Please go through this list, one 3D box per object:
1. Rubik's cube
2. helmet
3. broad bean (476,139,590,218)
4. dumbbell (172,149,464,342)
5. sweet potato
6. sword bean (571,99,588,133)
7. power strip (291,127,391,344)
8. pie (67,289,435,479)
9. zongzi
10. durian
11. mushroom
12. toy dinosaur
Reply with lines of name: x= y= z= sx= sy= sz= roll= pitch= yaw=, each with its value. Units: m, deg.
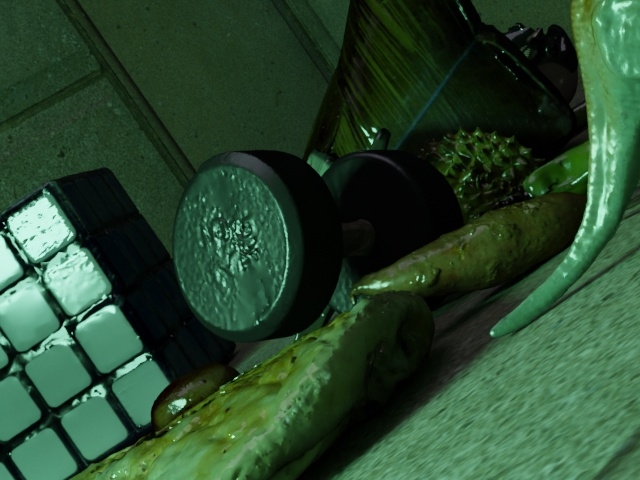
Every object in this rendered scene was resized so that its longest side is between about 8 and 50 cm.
Rubik's cube: x=-0.360 y=0.132 z=1.894 sx=0.344 sy=0.337 sz=0.344 roll=-34 pitch=2 yaw=7
helmet: x=0.292 y=-0.218 z=2.111 sx=0.198 sy=0.154 sz=0.253 roll=-7 pitch=39 yaw=38
broad bean: x=0.271 y=-0.089 z=1.111 sx=0.318 sy=0.056 sz=0.098 roll=-32 pitch=2 yaw=17
dumbbell: x=0.000 y=0.000 z=1.164 sx=0.218 sy=0.152 sz=0.152 roll=-3 pitch=-23 yaw=-48
sweet potato: x=0.120 y=0.013 z=1.088 sx=0.206 sy=0.060 sz=0.068 roll=-18 pitch=-30 yaw=-5
sword bean: x=0.407 y=-0.209 z=1.765 sx=0.269 sy=0.038 sz=0.043 roll=-34 pitch=-22 yaw=21
power strip: x=0.004 y=-0.006 z=1.490 sx=0.251 sy=0.092 sz=0.257 roll=-117 pitch=49 yaw=-83
pie: x=-0.059 y=0.136 z=0.996 sx=0.339 sy=0.077 sz=0.339 roll=-35 pitch=3 yaw=2
zongzi: x=0.035 y=-0.187 z=1.724 sx=0.403 sy=0.432 sz=0.208 roll=-36 pitch=6 yaw=4
durian: x=0.126 y=-0.044 z=1.419 sx=0.186 sy=0.119 sz=0.108 roll=-31 pitch=1 yaw=37
mushroom: x=-0.143 y=0.174 z=1.584 sx=0.123 sy=0.052 sz=0.123 roll=-31 pitch=2 yaw=1
toy dinosaur: x=0.221 y=-0.098 z=0.860 sx=0.393 sy=0.205 sz=0.092 roll=-54 pitch=0 yaw=27
